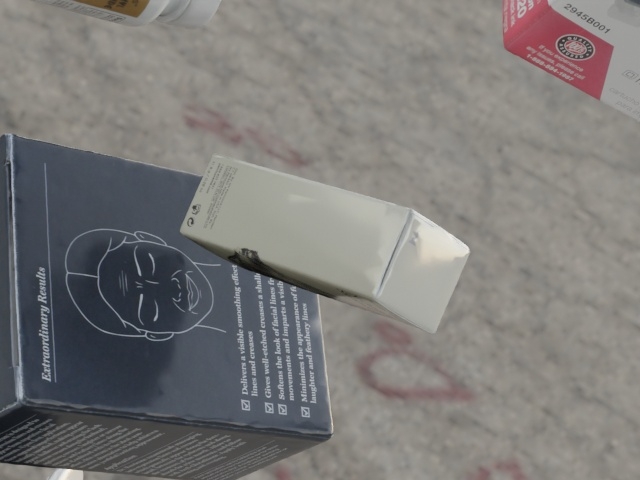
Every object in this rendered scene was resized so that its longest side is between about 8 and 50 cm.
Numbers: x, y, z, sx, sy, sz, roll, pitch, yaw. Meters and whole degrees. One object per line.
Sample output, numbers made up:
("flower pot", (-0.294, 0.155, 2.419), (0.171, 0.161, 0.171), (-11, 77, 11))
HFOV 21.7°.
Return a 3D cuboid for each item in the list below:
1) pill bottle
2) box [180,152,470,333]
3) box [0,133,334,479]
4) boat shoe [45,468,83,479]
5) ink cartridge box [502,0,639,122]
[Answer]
("pill bottle", (-0.224, -0.305, 1.829), (0.229, 0.131, 0.131), (11, 28, -36))
("box", (0.000, 0.000, 1.627), (0.275, 0.094, 0.113), (18, -9, 43))
("box", (-0.211, 0.088, 1.823), (0.395, 0.212, 0.294), (12, 62, -37))
("boat shoe", (-0.353, 0.346, 2.039), (0.063, 0.066, 0.184), (7, 57, 27))
("ink cartridge box", (0.233, -0.167, 0.977), (0.158, 0.218, 0.092), (25, 49, -22))
